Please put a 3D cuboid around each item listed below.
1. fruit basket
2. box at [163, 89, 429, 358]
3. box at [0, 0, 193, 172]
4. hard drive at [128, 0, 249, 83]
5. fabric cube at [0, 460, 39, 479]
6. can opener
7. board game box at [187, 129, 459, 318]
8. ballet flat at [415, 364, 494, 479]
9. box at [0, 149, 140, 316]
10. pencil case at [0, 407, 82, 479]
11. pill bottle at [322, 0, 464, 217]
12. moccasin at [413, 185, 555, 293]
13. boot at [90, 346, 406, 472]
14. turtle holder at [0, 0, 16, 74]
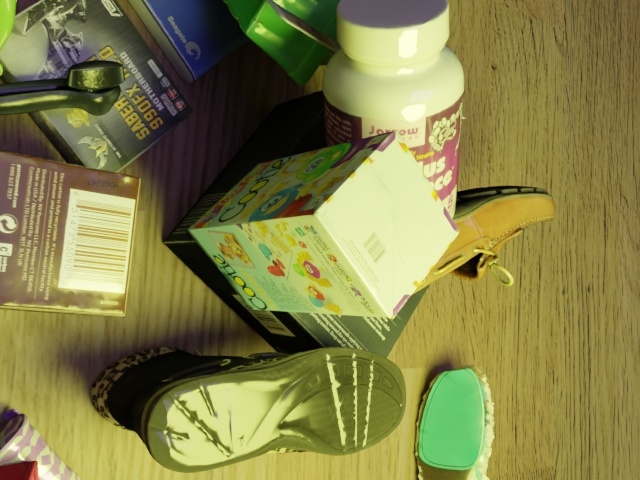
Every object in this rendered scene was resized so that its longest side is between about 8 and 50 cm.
[{"bbox_3d":[0.031,-0.329,1.055,0.353,0.327,0.165,11,124,-35],"label":"fruit basket"},{"bbox_3d":[0.000,0.000,1.127,0.343,0.179,0.312,48,63,-25],"label":"box"},{"bbox_3d":[-0.311,-0.216,0.978,0.183,0.056,0.231,-46,114,-29],"label":"box"},{"bbox_3d":[-0.150,-0.417,1.115,0.318,0.040,0.210,-46,115,-29],"label":"hard drive"},{"bbox_3d":[-0.418,0.392,0.712,0.258,0.259,0.254,-4,91,-15],"label":"fabric cube"},{"bbox_3d":[-0.336,-0.184,0.893,0.186,0.059,0.073,-15,124,-26],"label":"can opener"},{"bbox_3d":[-0.006,-0.012,0.839,0.142,0.275,0.144,-48,114,-28],"label":"board game box"},{"bbox_3d":[0.251,0.432,1.352,0.147,0.147,0.409,9,86,-36],"label":"ballet flat"},{"bbox_3d":[-0.337,-0.001,0.859,0.167,0.203,0.168,8,83,-36],"label":"box"},{"bbox_3d":[-0.342,0.313,0.921,0.206,0.086,0.088,56,25,-23],"label":"pencil case"},{"bbox_3d":[0.089,-0.148,0.890,0.169,0.169,0.301,-39,141,-31],"label":"pill bottle"},{"bbox_3d":[0.212,0.006,1.089,0.380,0.139,0.147,-20,101,-36],"label":"moccasin"},{"bbox_3d":[-0.102,0.210,0.976,0.377,0.284,0.138,-3,89,-36],"label":"boot"},{"bbox_3d":[-0.485,-0.278,0.755,0.320,0.227,0.243,-25,137,3],"label":"turtle holder"}]
